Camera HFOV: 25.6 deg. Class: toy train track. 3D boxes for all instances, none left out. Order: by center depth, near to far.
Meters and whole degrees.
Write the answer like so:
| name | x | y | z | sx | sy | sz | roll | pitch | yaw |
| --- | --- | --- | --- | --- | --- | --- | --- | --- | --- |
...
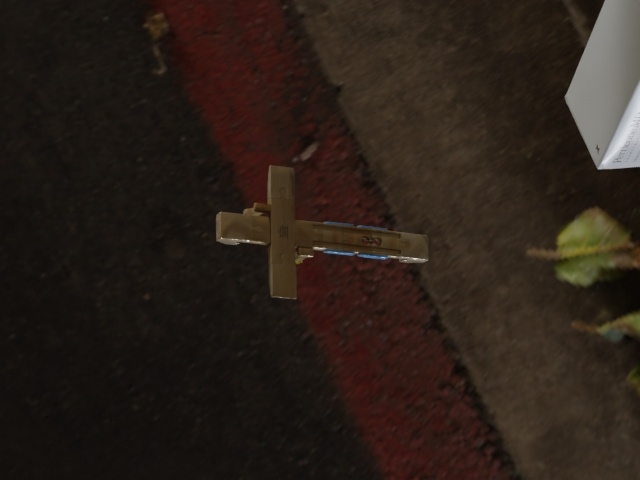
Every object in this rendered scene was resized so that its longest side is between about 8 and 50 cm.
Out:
| name | x | y | z | sx | sy | sz | roll | pitch | yaw |
| --- | --- | --- | --- | --- | --- | --- | --- | --- | --- |
| toy train track | 0.000 | 0.000 | 0.509 | 0.014 | 0.083 | 0.048 | 152 | 120 | -61 |

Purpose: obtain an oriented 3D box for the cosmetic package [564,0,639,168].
| name | x | y | z | sx | sy | sz | roll | pitch | yaw |
| --- | --- | --- | --- | --- | --- | --- | --- | --- | --- |
| cosmetic package | 0.201 | -0.137 | 0.662 | 0.239 | 0.098 | 0.060 | 105 | 154 | -48 |
